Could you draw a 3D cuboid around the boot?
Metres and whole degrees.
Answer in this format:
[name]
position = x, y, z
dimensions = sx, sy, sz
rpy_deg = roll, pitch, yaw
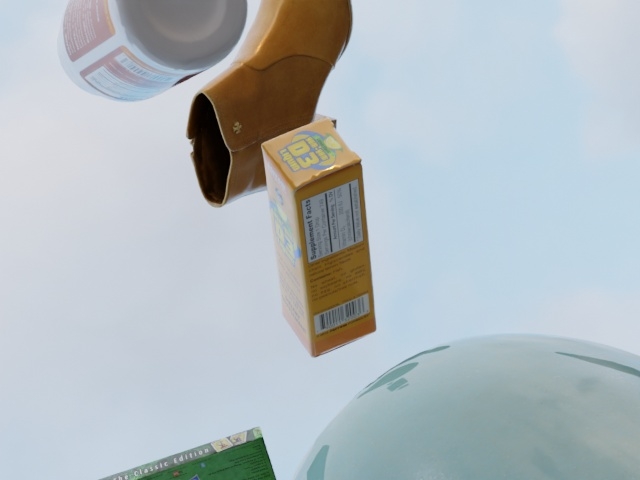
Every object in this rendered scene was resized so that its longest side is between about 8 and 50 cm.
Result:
[boot]
position = -0.063, -0.194, 1.960
dimensions = 0.211, 0.104, 0.295
rpy_deg = -26, -60, -50

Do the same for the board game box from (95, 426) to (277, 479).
[board game box]
position = -0.162, 0.281, 1.738
dimensions = 0.260, 0.030, 0.136
rpy_deg = -17, -67, -4

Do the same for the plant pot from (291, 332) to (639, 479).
[plant pot]
position = 0.114, 0.179, 0.840
dimensions = 0.293, 0.235, 0.293
rpy_deg = -19, -50, -24

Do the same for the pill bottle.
[pill bottle]
position = -0.154, -0.186, 1.542
dimensions = 0.121, 0.216, 0.121
rpy_deg = 2, -96, -24

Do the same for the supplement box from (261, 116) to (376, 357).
[supplement box]
position = 0.000, 0.000, 1.680
dimensions = 0.080, 0.078, 0.233
rpy_deg = -21, -44, -17
